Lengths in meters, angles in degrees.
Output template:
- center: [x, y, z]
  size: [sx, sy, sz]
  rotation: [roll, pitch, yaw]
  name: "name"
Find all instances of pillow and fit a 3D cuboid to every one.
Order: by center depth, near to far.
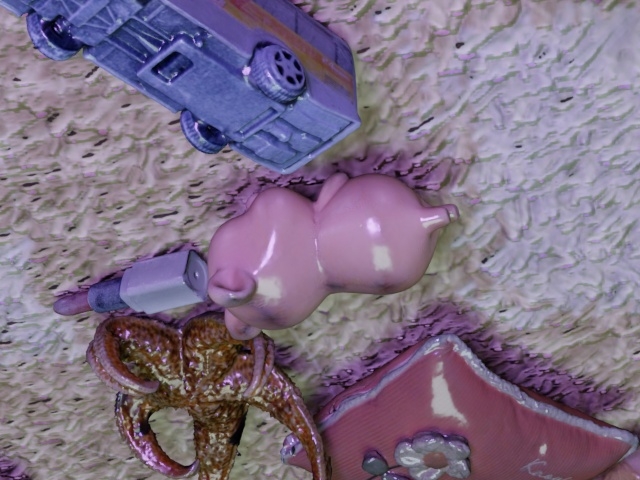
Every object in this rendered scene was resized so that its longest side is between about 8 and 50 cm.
- center: [0.089, 0.139, 0.906]
  size: [0.179, 0.075, 0.171]
  rotation: [26, 137, -27]
  name: "pillow"

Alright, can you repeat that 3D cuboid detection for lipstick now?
- center: [-0.116, 0.031, 0.826]
  size: [0.107, 0.025, 0.025]
  rotation: [-14, 138, 28]
  name: "lipstick"

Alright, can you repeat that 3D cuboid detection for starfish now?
- center: [-0.065, 0.112, 0.877]
  size: [0.146, 0.074, 0.190]
  rotation: [3, 140, 10]
  name: "starfish"

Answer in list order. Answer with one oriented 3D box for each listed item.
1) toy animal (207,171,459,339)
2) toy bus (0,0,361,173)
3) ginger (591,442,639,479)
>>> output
- center: [0.001, 0.006, 0.744]
  size: [0.150, 0.089, 0.083]
  rotation: [-22, 132, 14]
  name: "toy animal"
- center: [-0.064, -0.100, 0.623]
  size: [0.190, 0.075, 0.064]
  rotation: [32, 134, -33]
  name: "toy bus"
- center: [0.198, 0.198, 0.978]
  size: [0.095, 0.069, 0.190]
  rotation: [29, 133, -35]
  name: "ginger"
